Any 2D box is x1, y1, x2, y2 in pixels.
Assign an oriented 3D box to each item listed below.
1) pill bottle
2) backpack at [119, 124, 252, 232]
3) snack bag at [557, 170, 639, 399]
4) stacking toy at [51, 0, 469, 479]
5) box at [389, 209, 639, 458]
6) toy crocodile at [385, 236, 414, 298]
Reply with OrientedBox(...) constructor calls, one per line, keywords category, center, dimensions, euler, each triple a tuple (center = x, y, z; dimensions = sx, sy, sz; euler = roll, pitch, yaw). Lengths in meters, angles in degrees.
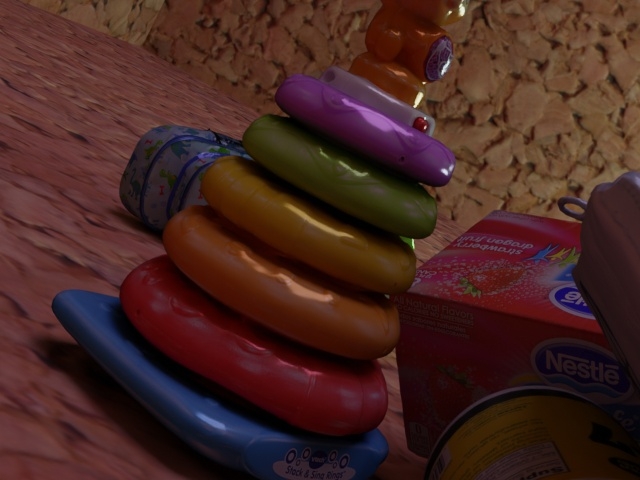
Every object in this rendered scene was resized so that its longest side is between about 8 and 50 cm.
OrientedBox(category="pill bottle", center=(0.111, 0.147, 0.546), dimensions=(0.119, 0.119, 0.208), euler=(27, 8, -5))
OrientedBox(category="backpack", center=(-0.112, -0.048, 1.103), dimensions=(0.114, 0.105, 0.084), euler=(15, 13, -37))
OrientedBox(category="snack bag", center=(0.174, 0.123, 0.441), dimensions=(0.323, 0.037, 0.342), euler=(64, 8, 11))
OrientedBox(category="stacking toy", center=(0.008, -0.031, 0.673), dimensions=(0.165, 0.302, 0.175), euler=(33, 9, 37))
OrientedBox(category="box", center=(0.181, 0.075, 0.715), dimensions=(0.257, 0.123, 0.128), euler=(11, 31, 37))
OrientedBox(category="toy crocodile", center=(0.000, 0.000, 1.215), dimensions=(0.115, 0.105, 0.340), euler=(-21, 30, -18))
